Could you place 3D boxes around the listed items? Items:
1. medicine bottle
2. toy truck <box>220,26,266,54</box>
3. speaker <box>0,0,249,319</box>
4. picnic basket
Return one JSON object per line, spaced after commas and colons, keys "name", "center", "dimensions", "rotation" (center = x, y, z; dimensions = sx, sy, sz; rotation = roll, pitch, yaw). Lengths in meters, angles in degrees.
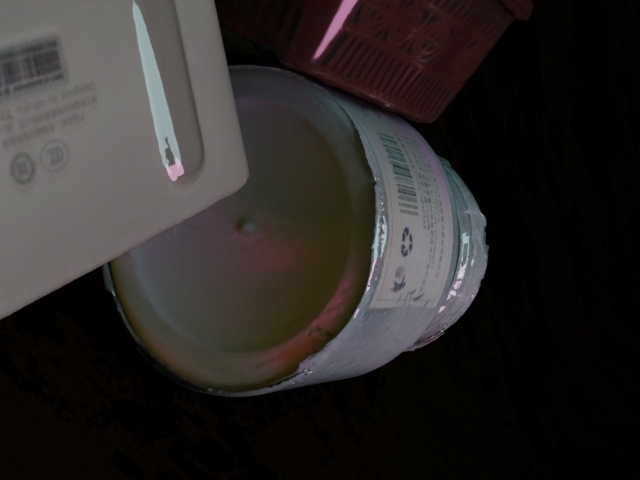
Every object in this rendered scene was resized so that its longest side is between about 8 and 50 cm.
{"name": "medicine bottle", "center": [0.000, 0.000, 0.871], "dimensions": [0.290, 0.244, 0.245], "rotation": [9, 92, -62]}
{"name": "toy truck", "center": [-0.075, -0.230, 0.829], "dimensions": [0.081, 0.067, 0.175], "rotation": [-59, 146, -33]}
{"name": "speaker", "center": [-0.212, -0.066, 0.544], "dimensions": [0.406, 0.183, 0.184], "rotation": [-34, 123, -52]}
{"name": "picnic basket", "center": [0.010, -0.185, 0.754], "dimensions": [0.296, 0.222, 0.129], "rotation": [8, 111, -62]}
